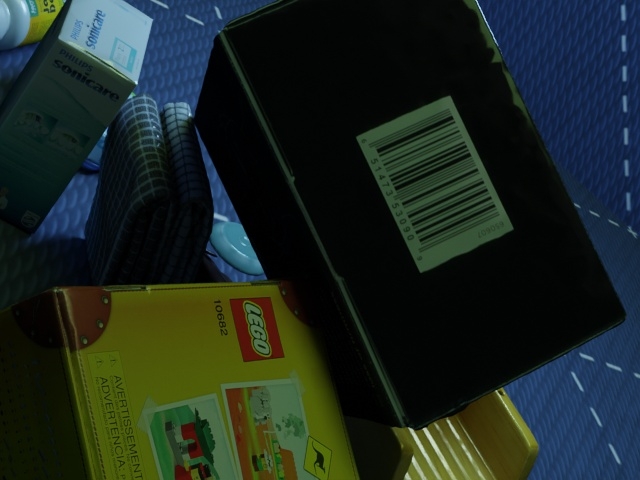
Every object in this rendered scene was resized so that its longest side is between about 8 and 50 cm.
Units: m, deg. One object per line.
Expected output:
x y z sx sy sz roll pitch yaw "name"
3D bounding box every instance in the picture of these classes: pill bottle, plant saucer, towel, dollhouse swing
-0.513 -0.380 2.035 0.117 0.117 0.208 43 26 4 "pill bottle"
-0.132 0.007 2.054 0.119 0.021 0.119 31 29 -19 "plant saucer"
-0.249 -0.024 1.673 0.121 0.283 0.235 8 37 -25 "towel"
0.220 0.224 1.874 0.347 0.305 0.315 12 38 -46 "dollhouse swing"

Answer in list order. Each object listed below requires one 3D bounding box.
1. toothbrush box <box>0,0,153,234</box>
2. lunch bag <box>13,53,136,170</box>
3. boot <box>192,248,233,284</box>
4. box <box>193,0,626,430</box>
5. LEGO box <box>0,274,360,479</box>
-0.372 -0.193 1.735 0.126 0.295 0.216 29 28 -19 "toothbrush box"
-0.381 -0.215 1.988 0.219 0.090 0.176 45 26 9 "lunch bag"
-0.142 0.112 1.726 0.206 0.090 0.248 60 -2 -35 "boot"
0.075 -0.044 1.526 0.479 0.298 0.472 65 -12 1 "box"
-0.131 0.298 1.214 0.373 0.193 0.499 1 72 -53 "LEGO box"
